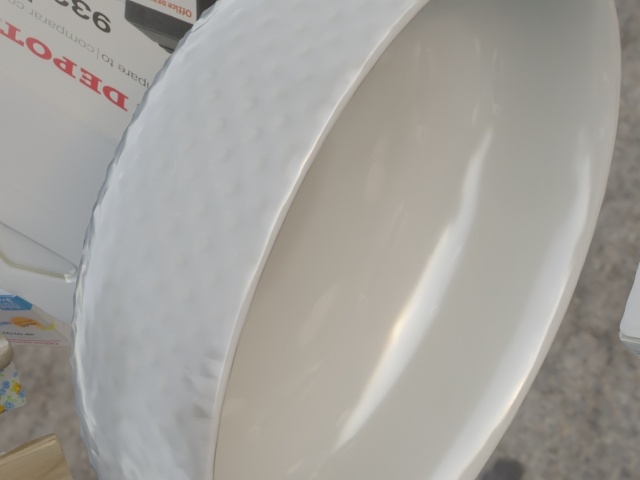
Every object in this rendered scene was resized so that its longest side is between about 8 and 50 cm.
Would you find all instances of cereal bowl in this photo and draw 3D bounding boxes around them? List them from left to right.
[{"bbox_3d":[0.000,0.000,0.780,0.141,0.339,0.339,24,85,27],"label":"cereal bowl"}]

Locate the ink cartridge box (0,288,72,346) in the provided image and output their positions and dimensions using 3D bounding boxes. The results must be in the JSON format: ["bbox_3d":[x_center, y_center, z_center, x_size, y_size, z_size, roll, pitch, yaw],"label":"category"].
[{"bbox_3d":[-0.344,0.075,1.929,0.104,0.181,0.062,1,65,24],"label":"ink cartridge box"}]

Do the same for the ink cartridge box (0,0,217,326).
[{"bbox_3d":[-0.149,-0.113,1.018,0.129,0.223,0.307,-41,33,28],"label":"ink cartridge box"}]

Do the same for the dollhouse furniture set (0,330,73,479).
[{"bbox_3d":[-0.426,0.336,1.694,0.394,0.362,0.256,-21,20,-18],"label":"dollhouse furniture set"}]

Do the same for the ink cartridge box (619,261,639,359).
[{"bbox_3d":[0.382,0.073,1.607,0.087,0.208,0.153,8,70,38],"label":"ink cartridge box"}]
